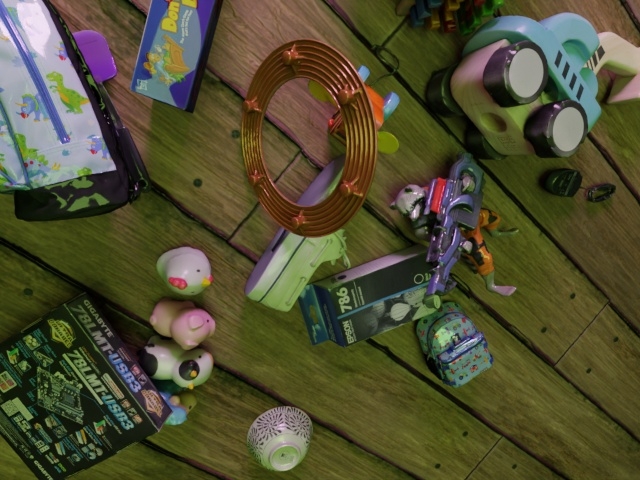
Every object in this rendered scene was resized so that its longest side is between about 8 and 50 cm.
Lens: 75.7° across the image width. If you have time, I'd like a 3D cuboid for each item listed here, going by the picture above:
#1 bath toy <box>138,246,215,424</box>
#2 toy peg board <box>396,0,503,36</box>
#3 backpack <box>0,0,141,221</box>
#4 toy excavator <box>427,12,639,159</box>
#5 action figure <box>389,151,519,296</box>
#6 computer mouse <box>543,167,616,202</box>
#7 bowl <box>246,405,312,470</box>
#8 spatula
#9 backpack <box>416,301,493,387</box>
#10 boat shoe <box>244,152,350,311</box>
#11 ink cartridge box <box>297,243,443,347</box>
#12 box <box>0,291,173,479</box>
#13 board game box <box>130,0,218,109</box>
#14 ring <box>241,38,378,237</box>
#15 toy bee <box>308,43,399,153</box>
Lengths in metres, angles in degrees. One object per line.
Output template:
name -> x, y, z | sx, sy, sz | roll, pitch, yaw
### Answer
bath toy -> -0.287, 0.190, 0.845 | 0.151, 0.129, 0.349 | 8, 102, -16
toy peg board -> 0.253, -0.450, 0.780 | 0.160, 0.161, 0.079 | -12, 92, -11
backpack -> -0.447, -0.208, 0.614 | 0.273, 0.290, 0.356 | -11, 102, -31
toy excavator -> 0.523, -0.353, 0.876 | 0.433, 0.222, 0.445 | 39, 84, -22
action figure -> 0.289, 0.001, 0.917 | 0.330, 0.178, 0.342 | 34, 66, -15
computer mouse -> 0.659, -0.140, 1.051 | 0.241, 0.041, 0.071 | 7, 112, -23
bowl -> -0.093, 0.504, 1.007 | 0.170, 0.080, 0.170 | -4, 106, -13
spatula -> -0.379, -0.228, 0.755 | 0.084, 0.030, 0.297 | -22, 109, -9
backpack -> 0.329, 0.251, 1.028 | 0.158, 0.117, 0.173 | -25, 107, -8
boat shoe -> 0.001, 0.004, 0.864 | 0.156, 0.136, 0.367 | 31, 98, -20
ink cartridge box -> 0.119, 0.139, 0.971 | 0.332, 0.065, 0.166 | -20, 110, -8
box -> -0.488, 0.293, 0.789 | 0.293, 0.073, 0.296 | -31, 99, 10
board game box -> -0.199, -0.386, 0.651 | 0.078, 0.233, 0.347 | 16, 100, -18
ring -> -0.043, -0.167, 0.717 | 0.032, 0.336, 0.337 | -17, 112, -44
toy bee -> 0.076, -0.241, 0.795 | 0.195, 0.298, 0.162 | 49, 130, 2
